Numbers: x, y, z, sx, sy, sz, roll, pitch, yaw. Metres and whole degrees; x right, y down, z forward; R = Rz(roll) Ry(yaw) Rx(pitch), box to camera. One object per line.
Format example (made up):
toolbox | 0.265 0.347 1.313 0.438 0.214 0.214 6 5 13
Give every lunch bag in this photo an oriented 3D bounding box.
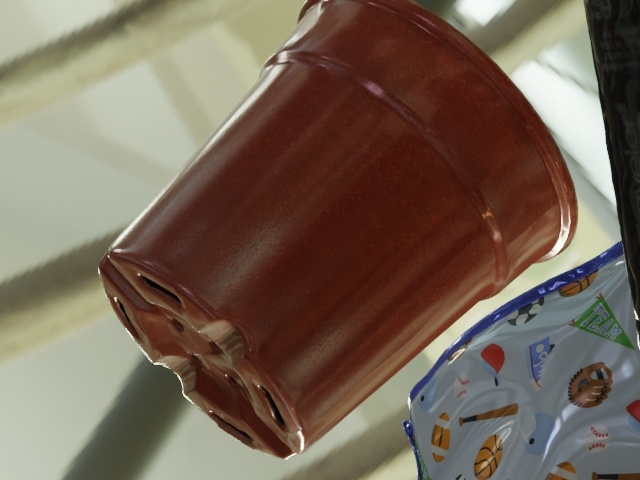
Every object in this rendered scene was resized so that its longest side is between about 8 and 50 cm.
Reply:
lunch bag | 0.278 0.229 1.960 0.239 0.385 0.328 39 -150 -42

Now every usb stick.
usb stick | 0.174 -0.009 0.871 0.045 0.278 0.077 -18 -168 -34

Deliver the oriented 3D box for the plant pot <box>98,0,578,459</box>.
plant pot | 0.000 0.000 1.345 0.272 0.265 0.272 38 158 18
